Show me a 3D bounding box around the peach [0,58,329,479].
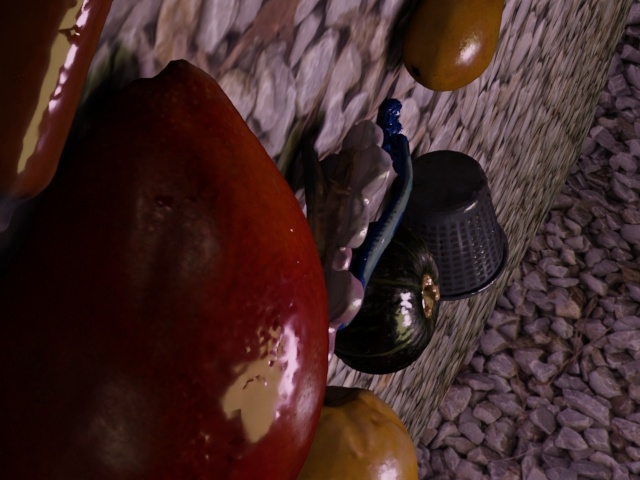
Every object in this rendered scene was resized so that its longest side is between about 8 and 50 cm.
[{"bbox_3d":[-0.087,0.074,0.738,0.257,0.201,0.362,-22,134,-67],"label":"peach"}]

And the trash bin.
[{"bbox_3d":[0.172,-0.030,1.530,0.175,0.175,0.161,-57,152,-29],"label":"trash bin"}]

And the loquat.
[{"bbox_3d":[0.006,0.293,1.330,0.244,0.243,0.244,-57,162,-29],"label":"loquat"}]

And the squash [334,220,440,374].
[{"bbox_3d":[0.070,0.067,1.337,0.193,0.155,0.193,-25,122,-48],"label":"squash"}]

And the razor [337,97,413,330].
[{"bbox_3d":[0.063,-0.022,1.206,0.093,0.056,0.324,97,7,-45],"label":"razor"}]

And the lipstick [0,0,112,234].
[{"bbox_3d":[-0.101,-0.199,0.519,0.418,0.077,0.077,-67,164,11],"label":"lipstick"}]

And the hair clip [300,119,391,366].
[{"bbox_3d":[0.006,0.002,1.076,0.075,0.146,0.257,12,82,-31],"label":"hair clip"}]

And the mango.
[{"bbox_3d":[0.162,-0.256,1.267,0.136,0.099,0.227,86,23,-47],"label":"mango"}]
